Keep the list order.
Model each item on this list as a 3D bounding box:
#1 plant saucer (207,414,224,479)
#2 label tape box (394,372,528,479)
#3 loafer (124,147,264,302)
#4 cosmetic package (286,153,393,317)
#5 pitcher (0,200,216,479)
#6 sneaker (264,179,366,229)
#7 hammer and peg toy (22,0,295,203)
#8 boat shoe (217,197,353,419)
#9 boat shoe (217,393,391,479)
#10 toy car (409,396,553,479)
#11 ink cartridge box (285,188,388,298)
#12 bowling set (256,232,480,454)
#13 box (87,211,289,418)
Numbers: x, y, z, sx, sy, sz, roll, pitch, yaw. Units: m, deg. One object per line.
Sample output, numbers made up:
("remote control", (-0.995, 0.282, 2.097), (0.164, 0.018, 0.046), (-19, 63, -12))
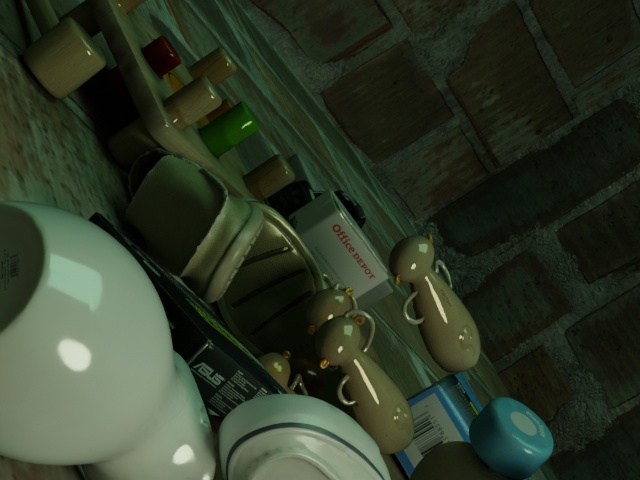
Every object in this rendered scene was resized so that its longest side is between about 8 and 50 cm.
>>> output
("plant saucer", (-0.037, 0.235, 0.850), (0.278, 0.041, 0.278), (54, 9, -13))
("label tape box", (0.203, 0.318, 1.681), (0.240, 0.106, 0.334), (59, 8, 9))
("loafer", (-0.128, -0.021, 1.088), (0.092, 0.102, 0.268), (29, 3, -21))
("cosmetic package", (0.000, 0.000, 1.738), (0.238, 0.107, 0.127), (53, 8, -42))
("pitcher", (-0.141, 0.046, 0.658), (0.207, 0.126, 0.177), (58, 12, -55))
("sneaker", (0.005, 0.010, 1.556), (0.102, 0.146, 0.293), (62, 10, 31))
("hammer and peg toy", (-0.180, -0.181, 1.273), (0.361, 0.127, 0.266), (44, 15, -56))
("boat shoe", (-0.038, 0.069, 1.261), (0.103, 0.113, 0.302), (-112, 177, -57))
("boat shoe", (0.012, 0.209, 0.744), (0.088, 0.096, 0.267), (-103, 175, -54))
("toy car", (0.209, 0.299, 1.121), (0.238, 0.219, 0.210), (18, 30, -31))
("ink cartridge box", (-0.015, 0.030, 1.352), (0.109, 0.150, 0.063), (53, 9, -27))
("bowling set", (-0.005, 0.126, 1.121), (0.200, 0.287, 0.154), (2, -48, 44))
("box", (-0.095, 0.081, 0.924), (0.184, 0.045, 0.190), (39, -6, 43))
